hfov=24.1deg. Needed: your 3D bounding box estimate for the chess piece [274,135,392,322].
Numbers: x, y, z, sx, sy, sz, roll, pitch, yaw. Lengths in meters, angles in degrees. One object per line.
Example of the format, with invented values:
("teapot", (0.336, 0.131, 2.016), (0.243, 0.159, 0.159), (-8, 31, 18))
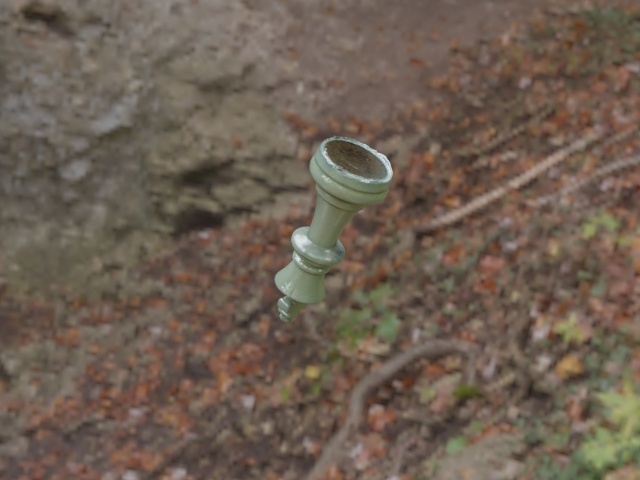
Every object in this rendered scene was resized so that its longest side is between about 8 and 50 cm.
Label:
("chess piece", (0.000, 0.000, 1.078), (0.059, 0.149, 0.059), (17, 33, -11))
